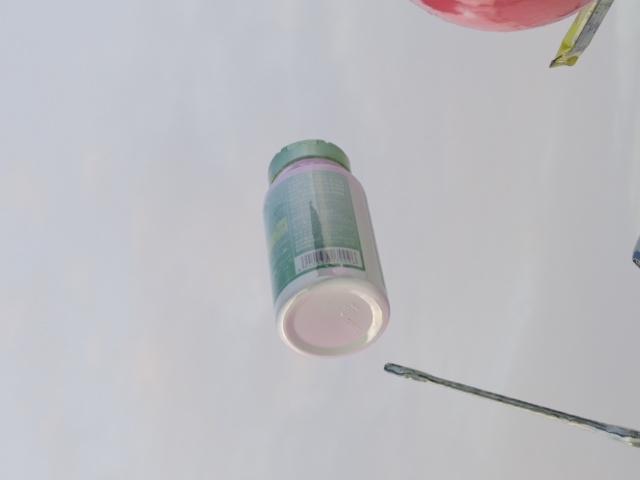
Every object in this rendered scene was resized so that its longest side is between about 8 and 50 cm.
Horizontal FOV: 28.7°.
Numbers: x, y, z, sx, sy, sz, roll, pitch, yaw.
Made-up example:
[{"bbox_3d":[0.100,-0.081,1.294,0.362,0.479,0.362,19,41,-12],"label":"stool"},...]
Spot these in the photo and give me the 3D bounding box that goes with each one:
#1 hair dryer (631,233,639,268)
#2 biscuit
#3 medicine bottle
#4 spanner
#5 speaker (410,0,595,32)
[{"bbox_3d":[0.552,0.001,1.756,0.167,0.199,0.067,-63,5,-4],"label":"hair dryer"},{"bbox_3d":[0.332,-0.304,1.369,0.048,0.026,0.292,-9,-41,-37],"label":"biscuit"},{"bbox_3d":[0.000,0.000,1.486,0.274,0.134,0.133,-98,-3,-46],"label":"medicine bottle"},{"bbox_3d":[0.207,0.176,1.349,0.071,0.302,0.017,24,-100,-71],"label":"spanner"},{"bbox_3d":[0.178,-0.347,1.155,0.294,0.294,0.294,4,-90,-73],"label":"speaker"}]
